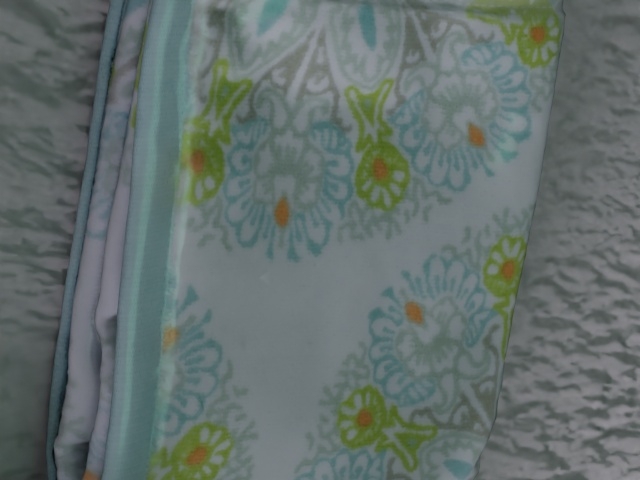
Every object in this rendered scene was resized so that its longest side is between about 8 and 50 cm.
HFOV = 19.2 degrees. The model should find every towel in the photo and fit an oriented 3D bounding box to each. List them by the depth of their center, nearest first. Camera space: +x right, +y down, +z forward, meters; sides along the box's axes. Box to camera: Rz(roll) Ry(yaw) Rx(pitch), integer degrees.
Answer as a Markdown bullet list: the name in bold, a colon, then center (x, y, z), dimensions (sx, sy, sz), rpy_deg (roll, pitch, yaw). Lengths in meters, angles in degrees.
- **towel**: center (0.000, 0.000, 1.177), dimensions (0.321, 0.090, 0.374), rpy_deg (2, 103, -37)
